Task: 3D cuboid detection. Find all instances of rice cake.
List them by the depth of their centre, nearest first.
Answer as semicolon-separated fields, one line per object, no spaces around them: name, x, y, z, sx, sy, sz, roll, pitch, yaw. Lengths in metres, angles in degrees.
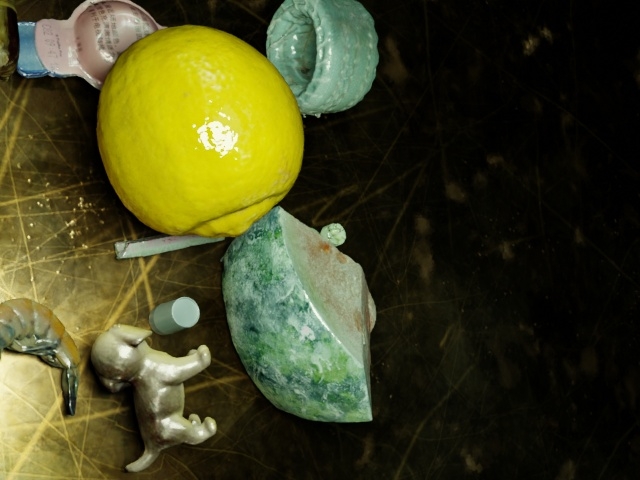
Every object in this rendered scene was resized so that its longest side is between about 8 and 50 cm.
rice cake;-0.252;0.001;1.574;0.208;0.033;0.033;-12;94;-37

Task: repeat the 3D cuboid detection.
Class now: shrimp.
shrimp;-0.451;0.216;1.352;0.198;0.051;0.262;49;51;-16

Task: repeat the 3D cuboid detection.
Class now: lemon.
lemon;-0.192;-0.170;1.487;0.348;0.348;0.348;11;70;-34

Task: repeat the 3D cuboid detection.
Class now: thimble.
thimble;0.002;-0.348;1.766;0.143;0.198;0.235;-3;107;-39

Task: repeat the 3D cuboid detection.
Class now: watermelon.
watermelon;-0.003;0.134;1.618;0.258;0.228;0.387;-20;80;-47

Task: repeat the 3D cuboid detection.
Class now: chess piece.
chess piece;0.000;0.000;1.716;0.067;0.103;0.067;11;71;-34

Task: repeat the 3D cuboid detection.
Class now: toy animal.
toy animal;-0.255;0.227;1.458;0.169;0.121;0.233;-18;98;-22

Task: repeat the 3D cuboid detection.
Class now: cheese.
cheese;-0.371;-0.323;1.555;0.286;0.074;0.189;-12;84;-35

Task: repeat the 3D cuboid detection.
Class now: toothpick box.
toothpick box;-0.238;0.123;1.515;0.052;0.083;0.052;11;70;-34

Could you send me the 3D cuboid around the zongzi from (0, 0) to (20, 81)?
zongzi;-0.601;-0.368;1.376;0.288;0.134;0.286;-7;85;-24
